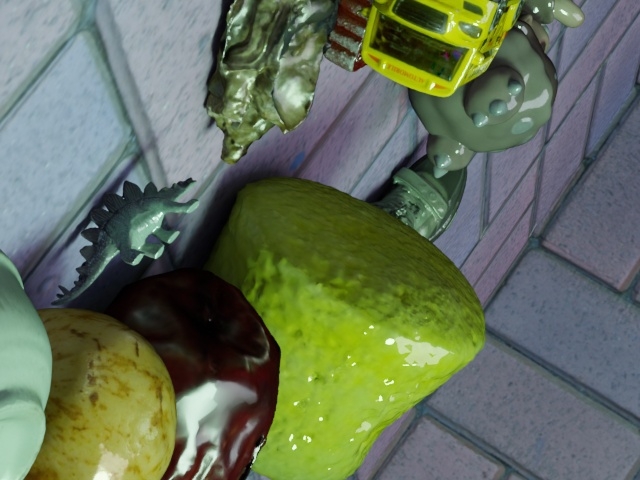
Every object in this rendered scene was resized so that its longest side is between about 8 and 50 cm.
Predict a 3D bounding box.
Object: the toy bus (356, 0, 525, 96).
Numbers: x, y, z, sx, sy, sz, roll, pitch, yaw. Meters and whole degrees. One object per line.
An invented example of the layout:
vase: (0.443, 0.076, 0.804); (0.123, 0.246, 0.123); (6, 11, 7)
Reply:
toy bus: (0.132, -0.248, 1.818); (0.152, 0.144, 0.330); (-67, 172, 14)

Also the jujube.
jujube: (-0.192, 0.212, 1.792); (0.376, 0.258, 0.258); (-64, 164, 7)

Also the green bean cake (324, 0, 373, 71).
green bean cake: (0.068, -0.279, 1.991); (0.135, 0.056, 0.135); (-38, 155, -50)

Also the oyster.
oyster: (-0.029, -0.240, 1.708); (0.361, 0.096, 0.221); (-63, 158, 7)

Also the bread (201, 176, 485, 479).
bread: (0.002, 0.112, 2.019); (0.307, 0.348, 0.348); (-60, 166, 24)

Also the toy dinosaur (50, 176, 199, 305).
toy dinosaur: (-0.199, -0.001, 1.637); (0.209, 0.082, 0.039); (-47, 157, -30)

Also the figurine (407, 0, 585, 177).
figurine: (0.246, -0.281, 2.318); (0.248, 0.203, 0.380); (-42, -157, 59)

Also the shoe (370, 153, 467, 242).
shoe: (0.128, -0.033, 2.536); (0.293, 0.109, 0.149); (-52, 170, -7)

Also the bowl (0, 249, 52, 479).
bowl: (-0.327, 0.140, 1.275); (0.307, 0.163, 0.307); (-43, 159, -21)

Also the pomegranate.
pomegranate: (-0.247, 0.168, 1.562); (0.215, 0.215, 0.215); (-52, 163, -22)
